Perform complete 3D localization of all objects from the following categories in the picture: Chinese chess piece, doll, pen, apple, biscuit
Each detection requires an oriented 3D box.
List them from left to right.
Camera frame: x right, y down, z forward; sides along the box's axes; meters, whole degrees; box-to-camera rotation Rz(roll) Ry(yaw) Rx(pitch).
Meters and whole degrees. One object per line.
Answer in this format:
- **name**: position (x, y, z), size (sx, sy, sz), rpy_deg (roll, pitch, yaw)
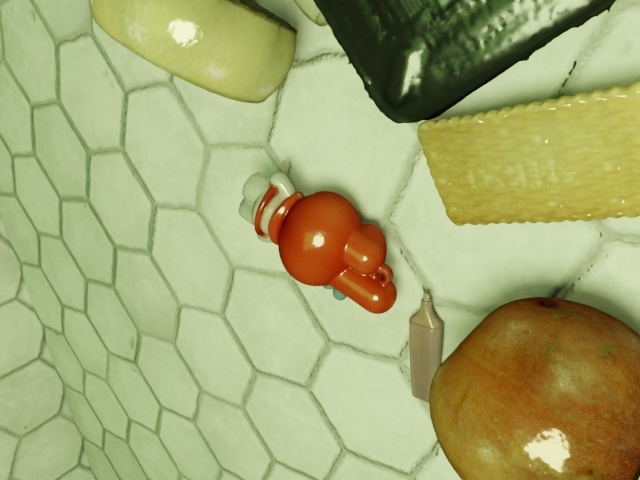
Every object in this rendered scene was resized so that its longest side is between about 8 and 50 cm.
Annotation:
- **Chinese chess piece**: position (-0.161, -0.294, 0.655), size (0.270, 0.270, 0.112), rpy_deg (39, 114, 19)
- **doll**: position (0.000, 0.000, 0.754), size (0.290, 0.130, 0.161), rpy_deg (33, 127, 16)
- **pen**: position (0.163, 0.166, 0.763), size (0.053, 0.032, 0.197), rpy_deg (15, 121, 34)
- **biscuit**: position (0.244, -0.087, 0.559), size (0.250, 0.030, 0.160), rpy_deg (-3, 129, 40)
- **apple**: position (0.253, 0.188, 0.566), size (0.253, 0.253, 0.253), rpy_deg (17, 119, 33)

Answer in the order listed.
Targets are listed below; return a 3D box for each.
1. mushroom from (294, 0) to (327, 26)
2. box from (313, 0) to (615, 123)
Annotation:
- **mushroom**: position (-0.044, -0.386, 0.669), size (0.059, 0.054, 0.202), rpy_deg (-26, 98, 48)
- **box**: position (0.132, -0.345, 0.518), size (0.350, 0.091, 0.359), rpy_deg (-29, 92, 43)
